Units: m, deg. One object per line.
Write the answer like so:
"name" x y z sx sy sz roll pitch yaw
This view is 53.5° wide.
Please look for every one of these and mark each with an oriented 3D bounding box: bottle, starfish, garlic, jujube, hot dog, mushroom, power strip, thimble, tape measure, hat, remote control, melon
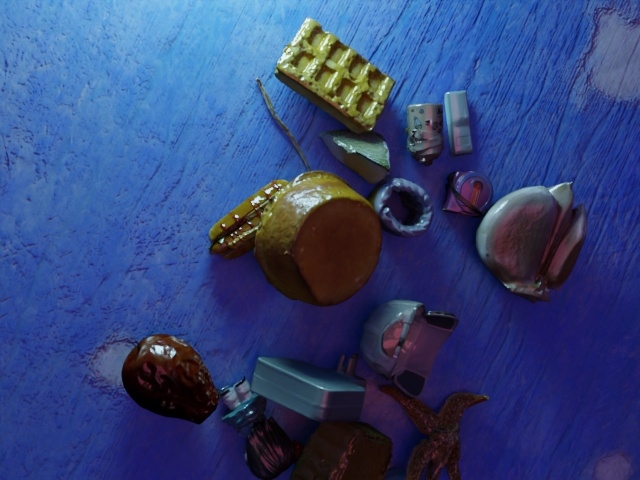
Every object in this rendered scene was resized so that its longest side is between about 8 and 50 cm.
"bottle" 0.257 -0.258 1.564 0.098 0.099 0.152 -3 97 -15
"starfish" 0.281 0.527 1.603 0.301 0.084 0.294 9 82 -19
"garlic" 0.532 -0.004 1.632 0.278 0.132 0.325 11 93 -16
"jujube" -0.325 0.314 1.408 0.168 0.168 0.236 -47 110 -8
"hot dog" -0.155 -0.043 1.474 0.250 0.076 0.104 -37 102 -13
"mushroom" -0.081 -0.256 1.511 0.025 0.028 0.286 -21 100 30
"power strip" 0.006 0.324 1.468 0.261 0.229 0.141 17 87 -49
"thimble" 0.194 -0.079 1.544 0.151 0.118 0.127 32 87 -15
"tape measure" 0.372 -0.120 1.613 0.125 0.074 0.118 15 91 -11
"hat" 0.214 0.247 1.558 0.275 0.161 0.232 22 99 -38
"remote control" 0.355 -0.298 1.620 0.061 0.029 0.162 -10 96 -13
"melon" 0.098 -0.220 1.539 0.202 0.093 0.139 33 54 13

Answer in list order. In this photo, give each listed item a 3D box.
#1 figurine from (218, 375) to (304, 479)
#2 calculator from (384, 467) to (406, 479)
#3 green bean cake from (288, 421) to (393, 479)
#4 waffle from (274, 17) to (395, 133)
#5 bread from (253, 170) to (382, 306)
"figurine" -0.141 0.439 1.489 0.137 0.110 0.246 -30 93 -13
"calculator" 0.124 0.749 1.607 0.386 0.054 0.256 -31 100 -15
"green bean cake" 0.047 0.533 1.498 0.229 0.131 0.224 36 82 -49
"waffle" 0.033 -0.381 1.492 0.274 0.057 0.168 32 67 -15
"bread" 0.003 0.003 1.441 0.312 0.172 0.313 -15 116 -34
